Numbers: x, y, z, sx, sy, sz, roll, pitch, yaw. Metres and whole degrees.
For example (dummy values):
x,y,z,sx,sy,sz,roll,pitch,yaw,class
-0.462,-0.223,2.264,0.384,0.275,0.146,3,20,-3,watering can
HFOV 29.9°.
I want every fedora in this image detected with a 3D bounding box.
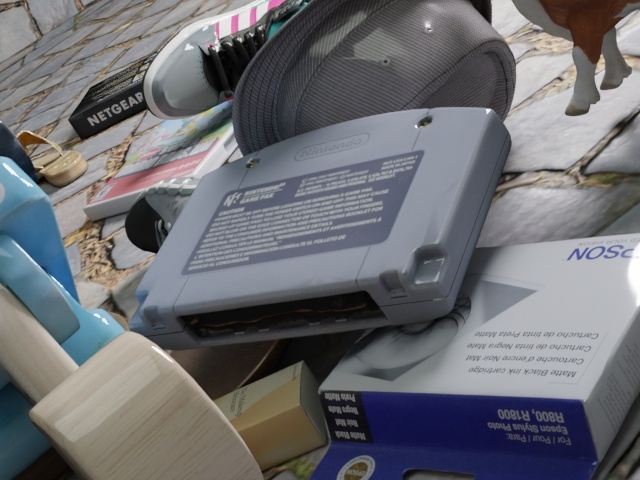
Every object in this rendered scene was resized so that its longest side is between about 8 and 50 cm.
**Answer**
x,y,z,sx,sy,sz,roll,pitch,yaw,class
0.070,-0.123,1.079,0.275,0.244,0.124,-32,51,-14,fedora

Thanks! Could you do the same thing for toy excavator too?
x,y,z,sx,sy,sz,roll,pitch,yaw,class
-0.220,0.087,0.897,0.222,0.445,0.433,-42,-16,-22,toy excavator

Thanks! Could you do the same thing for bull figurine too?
x,y,z,sx,sy,sz,roll,pitch,yaw,class
0.255,-0.216,0.972,0.310,0.188,0.101,-11,19,20,bull figurine

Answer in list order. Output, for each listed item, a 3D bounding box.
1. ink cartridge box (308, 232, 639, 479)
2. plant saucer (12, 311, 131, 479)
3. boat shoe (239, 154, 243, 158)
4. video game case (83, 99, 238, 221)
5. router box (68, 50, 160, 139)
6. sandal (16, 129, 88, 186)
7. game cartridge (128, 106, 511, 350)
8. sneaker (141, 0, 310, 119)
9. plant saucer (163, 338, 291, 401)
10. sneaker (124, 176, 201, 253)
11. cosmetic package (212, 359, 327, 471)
x,y,z,sx,sy,sz,roll,pitch,yaw,class
0.107,0.082,0.782,0.223,0.045,0.224,-6,34,45,ink cartridge box
-0.285,0.168,1.106,0.277,0.041,0.278,-27,24,13,plant saucer
-0.052,-0.091,1.308,0.063,0.066,0.184,-9,30,23,boat shoe
-0.168,-0.134,1.584,0.204,0.025,0.285,-13,29,37,video game case
-0.314,-0.243,1.953,0.179,0.046,0.133,-23,25,20,router box
-0.435,-0.136,1.848,0.088,0.079,0.240,-42,25,-23,sandal
0.000,-0.012,0.931,0.297,0.062,0.198,-10,37,37,game cartridge
-0.069,-0.234,1.509,0.295,0.124,0.178,-35,25,-24,sneaker
-0.086,0.083,0.994,0.198,0.036,0.199,-30,33,22,plant saucer
-0.140,0.001,1.205,0.228,0.086,0.132,-10,34,39,sneaker
-0.053,0.138,0.874,0.115,0.041,0.060,-26,24,13,cosmetic package
